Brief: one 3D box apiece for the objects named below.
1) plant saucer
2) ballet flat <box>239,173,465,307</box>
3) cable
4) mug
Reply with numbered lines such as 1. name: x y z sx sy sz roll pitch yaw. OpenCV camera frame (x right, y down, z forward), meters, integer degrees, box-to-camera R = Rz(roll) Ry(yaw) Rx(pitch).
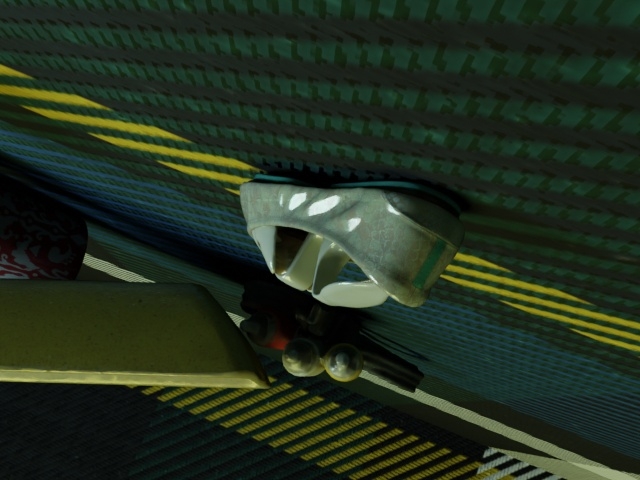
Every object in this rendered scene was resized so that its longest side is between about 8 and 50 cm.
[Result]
1. plant saucer: -0.213 0.087 1.043 0.332 0.081 0.333 2 171 0
2. ballet flat: 0.000 0.000 0.511 0.057 0.052 0.168 26 171 -25
3. cable: 0.007 0.107 1.095 0.139 0.072 0.287 21 170 23
4. mug: -0.331 -0.010 1.135 0.169 0.113 0.150 23 171 -33
